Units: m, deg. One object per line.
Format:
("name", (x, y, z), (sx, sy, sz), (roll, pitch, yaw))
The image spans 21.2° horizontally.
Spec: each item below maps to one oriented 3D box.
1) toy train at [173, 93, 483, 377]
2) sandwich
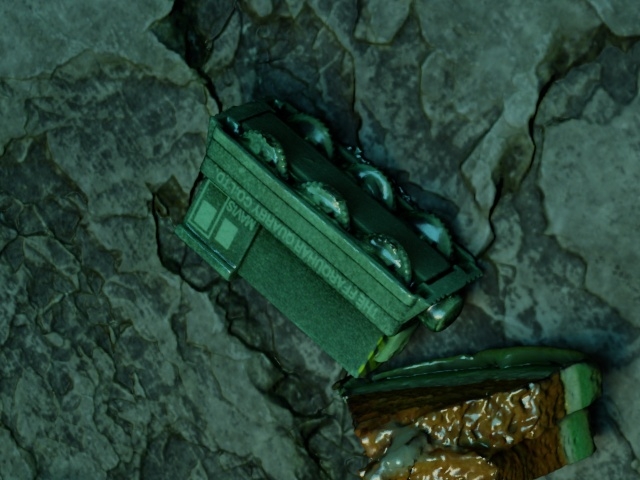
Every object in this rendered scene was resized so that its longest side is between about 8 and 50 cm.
("toy train", (0.000, 0.000, 1.758), (0.330, 0.138, 0.178), (42, 124, 16))
("sandwich", (0.140, 0.186, 1.666), (0.292, 0.212, 0.109), (-15, 104, 17))
